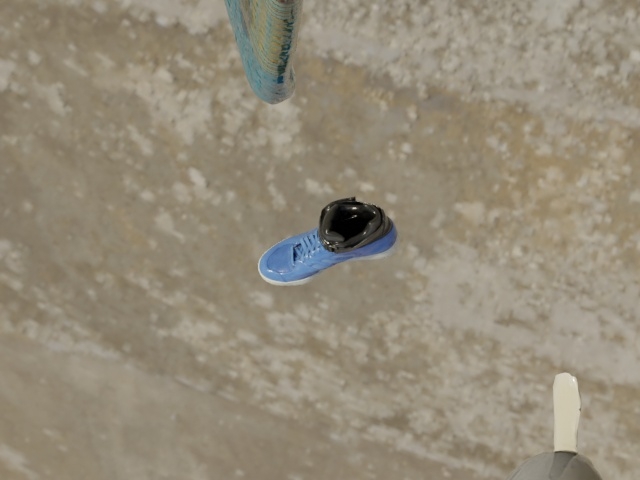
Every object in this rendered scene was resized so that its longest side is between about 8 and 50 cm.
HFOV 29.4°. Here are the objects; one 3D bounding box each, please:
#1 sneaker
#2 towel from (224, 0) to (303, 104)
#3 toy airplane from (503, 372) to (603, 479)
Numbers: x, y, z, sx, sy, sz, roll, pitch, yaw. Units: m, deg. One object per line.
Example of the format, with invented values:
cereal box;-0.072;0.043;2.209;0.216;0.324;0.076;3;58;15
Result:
sneaker;0.000;-0.001;1.239;0.152;0.058;0.084;-12;154;12
towel;-0.060;-0.257;0.868;0.040;0.271;0.370;-17;176;-6
toy airplane;0.239;0.121;0.525;0.386;0.272;0.384;-9;166;-10
